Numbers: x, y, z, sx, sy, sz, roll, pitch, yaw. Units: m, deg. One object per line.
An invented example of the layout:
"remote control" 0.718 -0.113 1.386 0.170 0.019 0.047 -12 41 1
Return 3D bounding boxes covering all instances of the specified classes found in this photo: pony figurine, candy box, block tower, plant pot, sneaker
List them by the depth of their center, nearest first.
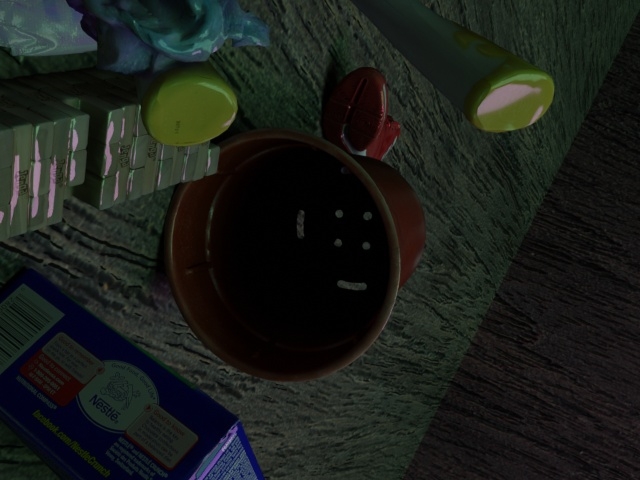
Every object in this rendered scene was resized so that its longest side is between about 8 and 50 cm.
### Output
"pony figurine" -0.069 -0.206 0.485 0.351 0.363 0.302 -6 135 -21
"block tower" -0.217 -0.074 0.632 0.335 0.091 0.097 -26 136 -54
"candy box" -0.178 0.211 0.769 0.122 0.268 0.317 -47 151 -26
"plant pot" 0.000 0.000 0.954 0.265 0.273 0.272 -21 132 -67
"sneaker" 0.065 -0.174 1.124 0.128 0.087 0.221 -54 167 -39
